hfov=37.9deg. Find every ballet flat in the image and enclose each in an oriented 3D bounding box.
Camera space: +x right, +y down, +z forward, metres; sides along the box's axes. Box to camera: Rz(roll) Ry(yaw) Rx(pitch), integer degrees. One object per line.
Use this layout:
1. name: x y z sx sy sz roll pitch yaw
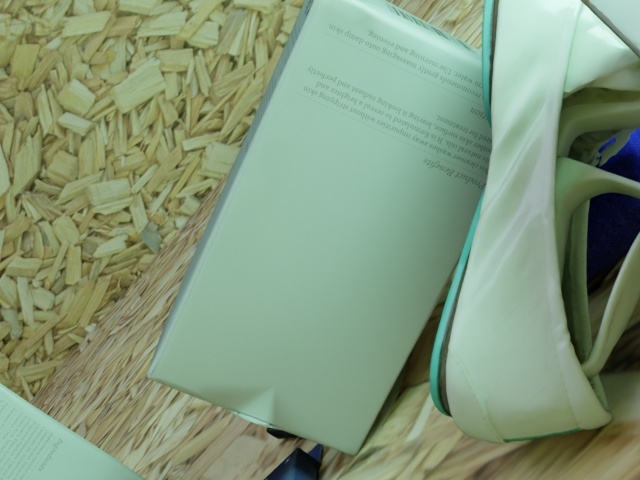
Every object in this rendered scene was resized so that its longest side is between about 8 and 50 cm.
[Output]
1. ballet flat: 0.175 -0.056 0.647 0.139 0.139 0.400 -19 57 65

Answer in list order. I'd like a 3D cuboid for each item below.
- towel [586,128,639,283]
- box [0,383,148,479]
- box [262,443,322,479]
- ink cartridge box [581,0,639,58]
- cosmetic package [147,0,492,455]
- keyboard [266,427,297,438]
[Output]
1. towel: 0.248 -0.091 0.753 0.308 0.076 0.227 -45 15 25
2. box: -0.371 0.307 1.163 0.168 0.345 0.215 -58 15 -21
3. box: -0.058 0.287 0.869 0.136 0.036 0.225 -46 14 21
4. ink cartridge box: 0.237 -0.107 0.467 0.117 0.201 0.278 -49 25 22
5. cosmetic package: 0.014 -0.020 0.861 0.385 0.217 0.156 -62 11 18
6. keyboard: -0.001 0.147 1.067 0.108 0.023 0.180 -17 35 56
